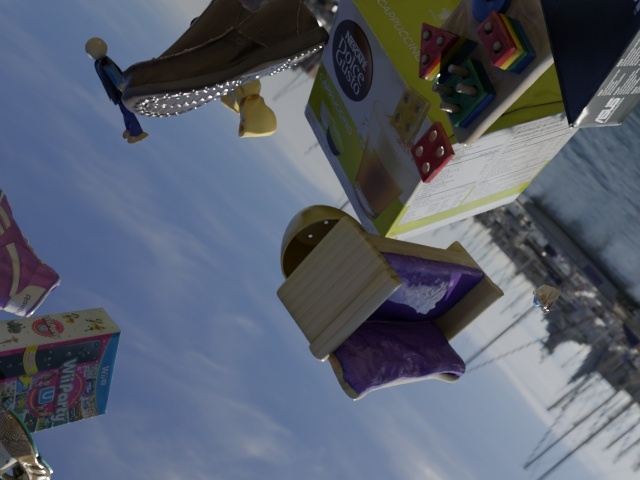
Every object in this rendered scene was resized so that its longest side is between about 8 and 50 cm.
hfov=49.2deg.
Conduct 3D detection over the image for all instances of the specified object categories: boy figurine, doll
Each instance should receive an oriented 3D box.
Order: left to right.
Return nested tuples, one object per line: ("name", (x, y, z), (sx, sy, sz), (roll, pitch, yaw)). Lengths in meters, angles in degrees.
("doll", (-0.359, -0.266, 1.231), (0.129, 0.046, 0.189), (36, 149, 54))
("boy figurine", (-0.186, -0.336, 1.491), (0.285, 0.092, 0.177), (64, 152, 9))

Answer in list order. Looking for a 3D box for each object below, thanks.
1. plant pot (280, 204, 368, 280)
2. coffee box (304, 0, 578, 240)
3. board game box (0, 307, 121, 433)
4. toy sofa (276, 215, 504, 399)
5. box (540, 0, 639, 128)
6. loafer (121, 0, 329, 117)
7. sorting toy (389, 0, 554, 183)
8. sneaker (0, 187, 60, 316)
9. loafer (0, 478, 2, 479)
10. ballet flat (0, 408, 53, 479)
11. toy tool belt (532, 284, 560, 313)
("plant pot", (0.000, 0.000, 1.016), (0.134, 0.134, 0.095), (39, -164, -33))
("coffee box", (0.213, -0.244, 1.267), (0.337, 0.338, 0.334), (63, 155, 21))
("board game box", (-0.570, 0.267, 1.383), (0.303, 0.224, 0.097), (-7, -147, -42))
("toy sofa", (0.127, 0.094, 0.978), (0.362, 0.150, 0.177), (10, -142, -55))
("box", (0.189, -0.197, 0.439), (0.190, 0.045, 0.184), (94, 174, -70))
("loafer", (-0.156, -0.295, 1.070), (0.134, 0.366, 0.130), (-17, 102, 54))
("sorting toy", (0.137, -0.176, 0.652), (0.046, 0.274, 0.132), (8, -127, -30))
("sneaker", (-0.503, 0.023, 1.129), (0.161, 0.102, 0.282), (34, -161, -37))
("loafer", (-0.685, 0.488, 1.425), (0.170, 0.062, 0.061), (27, 160, 47))
("ballet flat", (-0.466, 0.332, 1.071), (0.073, 0.067, 0.206), (36, 146, 28))
("toy tool belt", (0.437, 0.119, 1.371), (0.052, 0.051, 0.083), (22, 169, 13))
